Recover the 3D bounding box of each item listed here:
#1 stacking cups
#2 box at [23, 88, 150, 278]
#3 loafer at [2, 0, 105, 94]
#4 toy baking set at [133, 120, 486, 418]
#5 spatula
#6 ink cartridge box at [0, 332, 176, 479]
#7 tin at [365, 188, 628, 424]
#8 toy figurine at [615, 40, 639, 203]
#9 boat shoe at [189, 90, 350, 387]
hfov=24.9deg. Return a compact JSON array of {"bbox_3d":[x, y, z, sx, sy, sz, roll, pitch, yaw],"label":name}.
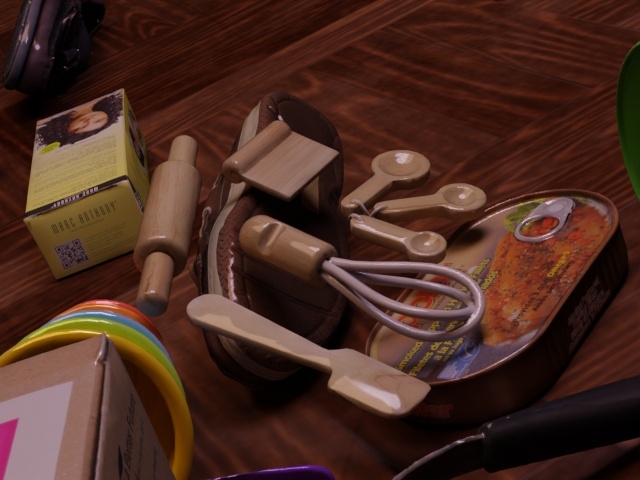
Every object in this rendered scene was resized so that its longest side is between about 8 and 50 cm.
[{"bbox_3d":[-0.108,0.079,0.734,0.096,0.096,0.316,-23,3,-3],"label":"stacking cups"},{"bbox_3d":[-0.186,-0.052,1.177,0.087,0.058,0.232,-22,25,0],"label":"box"},{"bbox_3d":[-0.280,-0.229,1.571,0.095,0.109,0.302,20,21,-15],"label":"loafer"},{"bbox_3d":[-0.007,-0.001,0.799,0.196,0.030,0.256,3,35,6],"label":"toy baking set"},{"bbox_3d":[0.055,0.101,0.626,0.296,0.084,0.030,-17,32,-22],"label":"spatula"},{"bbox_3d":[-0.078,0.173,0.467,0.088,0.193,0.235,-19,24,5],"label":"ink cartridge box"},{"bbox_3d":[0.099,0.034,0.799,0.106,0.040,0.190,4,35,37],"label":"tin"},{"bbox_3d":[0.270,-0.053,0.774,0.159,0.130,0.173,-17,45,-12],"label":"toy figurine"},{"bbox_3d":[-0.038,0.012,0.919,0.095,0.095,0.257,-47,18,31],"label":"boat shoe"}]
